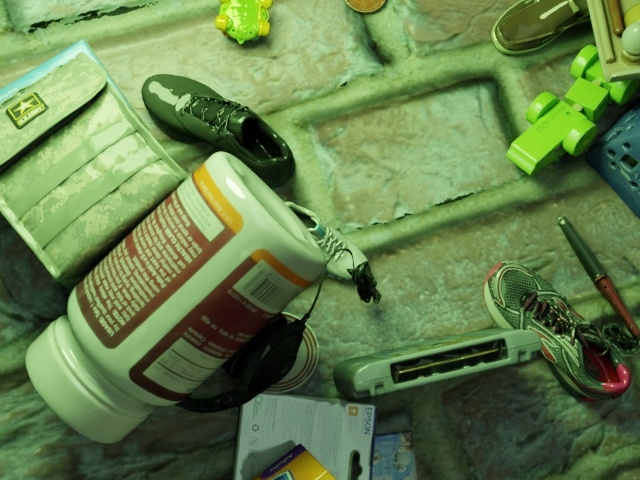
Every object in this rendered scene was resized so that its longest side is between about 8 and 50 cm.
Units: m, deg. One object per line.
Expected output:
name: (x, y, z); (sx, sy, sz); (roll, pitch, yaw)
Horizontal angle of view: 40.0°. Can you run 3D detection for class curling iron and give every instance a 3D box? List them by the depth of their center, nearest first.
curling iron: (0.486, 0.080, 1.545); (0.068, 0.035, 0.274); (-23, 85, -13)

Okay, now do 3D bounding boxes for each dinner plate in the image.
dinner plate: (-0.072, 0.182, 1.425); (0.141, 0.017, 0.141); (0, 60, 0)

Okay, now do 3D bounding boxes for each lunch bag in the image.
lunch bag: (-0.359, -0.112, 1.263); (0.235, 0.169, 0.287); (-39, 81, -10)

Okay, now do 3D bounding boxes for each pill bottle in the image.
pill bottle: (-0.203, 0.085, 1.221); (0.392, 0.224, 0.224); (-42, 89, 7)

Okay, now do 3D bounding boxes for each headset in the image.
headset: (-0.100, 0.123, 1.395); (0.394, 0.185, 0.243); (-23, 69, 4)

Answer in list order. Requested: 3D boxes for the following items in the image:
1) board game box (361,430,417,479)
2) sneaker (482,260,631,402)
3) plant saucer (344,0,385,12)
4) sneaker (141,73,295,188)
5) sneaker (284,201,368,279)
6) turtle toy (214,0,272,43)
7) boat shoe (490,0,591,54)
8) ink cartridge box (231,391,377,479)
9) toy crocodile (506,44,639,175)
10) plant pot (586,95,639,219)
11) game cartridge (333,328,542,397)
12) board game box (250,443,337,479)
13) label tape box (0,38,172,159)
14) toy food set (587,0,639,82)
board game box: (0.110, 0.361, 1.438); (0.090, 0.020, 0.090); (-5, 82, -11)
sneaker: (0.403, 0.145, 1.481); (0.299, 0.112, 0.121); (43, 76, 1)
plant saucer: (0.078, -0.448, 1.583); (0.083, 0.013, 0.084); (2, 80, -10)
sneaker: (-0.161, -0.196, 1.438); (0.286, 0.130, 0.109); (28, 78, -3)
sneaker: (0.000, 0.000, 1.454); (0.190, 0.083, 0.071); (33, 75, -4)
turtle toy: (-0.132, -0.397, 1.510); (0.095, 0.066, 0.130); (6, 78, -10)
boat shoe: (0.429, -0.423, 1.596); (0.257, 0.095, 0.095); (-28, 86, -13)
ink cartridge box: (-0.029, 0.358, 1.402); (0.224, 0.045, 0.223); (8, 79, -9)
toy crocodile: (0.468, -0.238, 1.571); (0.115, 0.105, 0.340); (38, 75, 27)
plant pot: (0.649, -0.162, 1.527); (0.236, 0.212, 0.236); (-43, 89, -13)
game cartridge: (0.174, 0.189, 1.388); (0.297, 0.198, 0.062); (-11, 90, -12)
board game box: (-0.035, 0.553, 1.172); (0.356, 0.356, 0.357); (-35, 98, -12)
label tape box: (-0.377, -0.111, 1.396); (0.240, 0.106, 0.334); (-35, 88, -13)
toy food set: (0.570, -0.409, 1.474); (0.219, 0.092, 0.306); (-7, 67, 9)
